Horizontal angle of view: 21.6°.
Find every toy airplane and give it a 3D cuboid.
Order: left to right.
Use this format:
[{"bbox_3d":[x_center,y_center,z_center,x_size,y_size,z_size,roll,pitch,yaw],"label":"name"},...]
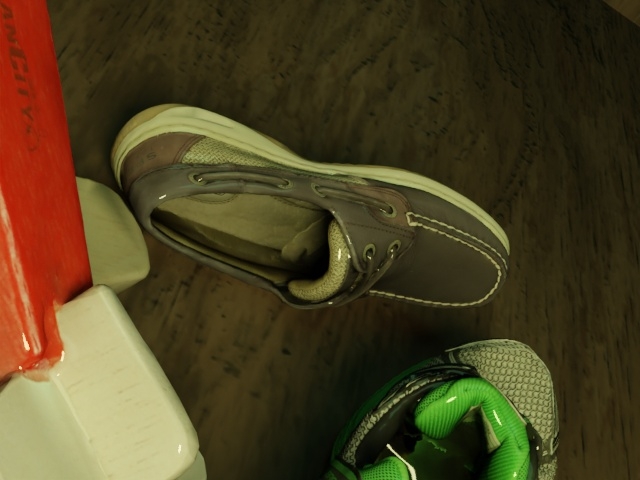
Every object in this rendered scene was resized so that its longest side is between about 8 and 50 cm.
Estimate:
[{"bbox_3d":[-0.200,-0.021,0.725,0.384,0.272,0.386,-84,155,-49],"label":"toy airplane"}]

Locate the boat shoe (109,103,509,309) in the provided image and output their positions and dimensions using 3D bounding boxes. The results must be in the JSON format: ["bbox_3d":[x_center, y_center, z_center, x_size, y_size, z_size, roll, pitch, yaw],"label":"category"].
[{"bbox_3d":[0.000,0.000,1.075,0.285,0.103,0.092,20,36,-25],"label":"boat shoe"}]

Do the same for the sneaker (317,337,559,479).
[{"bbox_3d":[0.077,0.129,0.904,0.134,0.146,0.343,40,25,4],"label":"sneaker"}]
